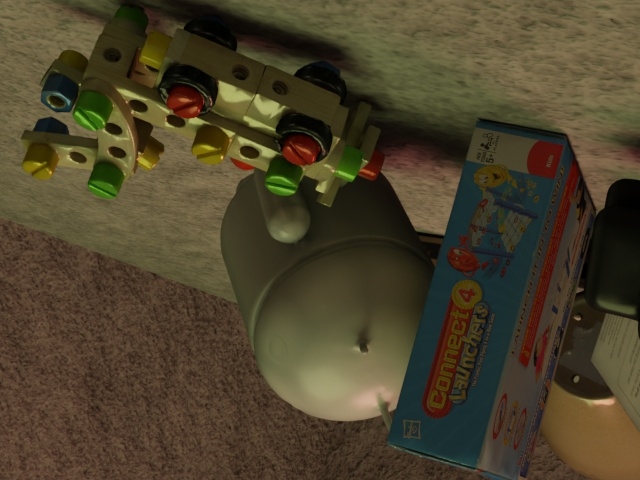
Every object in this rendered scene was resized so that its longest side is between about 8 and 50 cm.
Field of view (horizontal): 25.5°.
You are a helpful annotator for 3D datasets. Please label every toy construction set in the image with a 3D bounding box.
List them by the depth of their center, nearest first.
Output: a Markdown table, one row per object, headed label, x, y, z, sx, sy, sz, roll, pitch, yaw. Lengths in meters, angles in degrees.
| label | x | y | z | sx | sy | sz | roll | pitch | yaw |
| --- | --- | --- | --- | --- | --- | --- | --- | --- | --- |
| toy construction set | -0.087 | -0.097 | 1.238 | 0.328 | 0.151 | 0.215 | 9 | 149 | -16 |

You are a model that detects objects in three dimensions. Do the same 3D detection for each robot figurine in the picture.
| label | x | y | z | sx | sy | sz | roll | pitch | yaw |
| --- | --- | --- | --- | --- | --- | --- | --- | --- | --- |
| robot figurine | 0.369 | 0.031 | 1.192 | 0.278 | 0.209 | 0.173 | 12 | 159 | 16 |
| robot figurine | 0.013 | 0.043 | 1.449 | 0.300 | 0.200 | 0.353 | 54 | -172 | -39 |

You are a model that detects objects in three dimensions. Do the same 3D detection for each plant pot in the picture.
| label | x | y | z | sx | sy | sz | roll | pitch | yaw |
| --- | --- | --- | --- | --- | --- | --- | --- | --- | --- |
| plant pot | 0.361 | 0.159 | 1.747 | 0.257 | 0.256 | 0.274 | 12 | 169 | 22 |

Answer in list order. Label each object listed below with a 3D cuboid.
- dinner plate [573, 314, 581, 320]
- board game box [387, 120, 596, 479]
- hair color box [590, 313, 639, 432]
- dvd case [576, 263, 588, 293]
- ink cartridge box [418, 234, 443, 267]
| label | x | y | z | sx | sy | sz | roll | pitch | yaw |
| --- | --- | --- | --- | --- | --- | --- | --- | --- | --- |
| dinner plate | 0.466 | 0.140 | 2.320 | 0.141 | 0.017 | 0.141 | 14 | 172 | 2 |
| board game box | 0.178 | 0.075 | 1.378 | 0.086 | 0.308 | 0.302 | 14 | 171 | 19 |
| hair color box | 0.411 | 0.170 | 1.409 | 0.105 | 0.174 | 0.347 | -8 | -137 | -18 |
| dvd case | 0.343 | 0.062 | 1.992 | 0.180 | 0.022 | 0.253 | 9 | 170 | 34 |
| ink cartridge box | 0.153 | 0.055 | 2.058 | 0.193 | 0.088 | 0.235 | 8 | 169 | 35 |
